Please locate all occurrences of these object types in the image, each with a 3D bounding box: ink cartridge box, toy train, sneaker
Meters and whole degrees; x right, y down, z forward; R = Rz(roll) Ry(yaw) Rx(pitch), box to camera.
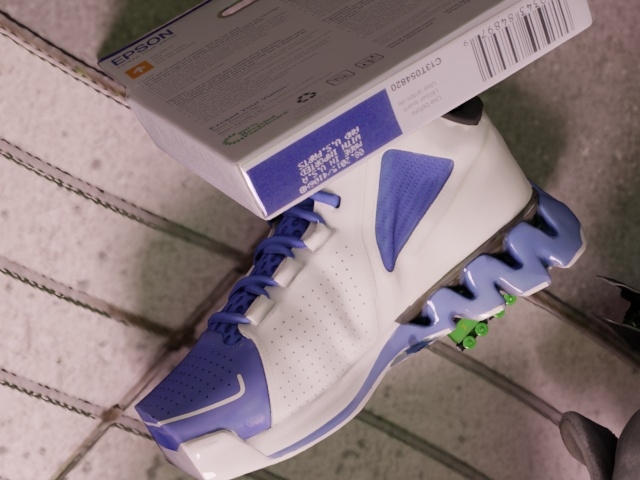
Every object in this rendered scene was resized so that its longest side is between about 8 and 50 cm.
[{"bbox_3d":[0.006,-0.112,0.933,0.223,0.224,0.045,-31,120,-13],"label":"ink cartridge box"},{"bbox_3d":[0.117,0.040,1.090,0.024,0.017,0.083,44,80,-8],"label":"toy train"},{"bbox_3d":[0.257,0.062,1.117,0.170,0.089,0.051,18,89,-58],"label":"sneaker"},{"bbox_3d":[0.001,-0.001,0.997,0.315,0.127,0.182,-33,102,-21],"label":"sneaker"}]

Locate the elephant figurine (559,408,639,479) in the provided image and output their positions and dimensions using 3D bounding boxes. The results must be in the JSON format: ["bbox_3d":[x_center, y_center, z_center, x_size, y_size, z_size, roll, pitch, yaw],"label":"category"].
[{"bbox_3d":[0.231,0.160,1.037,0.169,0.239,0.186,20,97,-5],"label":"elephant figurine"}]
